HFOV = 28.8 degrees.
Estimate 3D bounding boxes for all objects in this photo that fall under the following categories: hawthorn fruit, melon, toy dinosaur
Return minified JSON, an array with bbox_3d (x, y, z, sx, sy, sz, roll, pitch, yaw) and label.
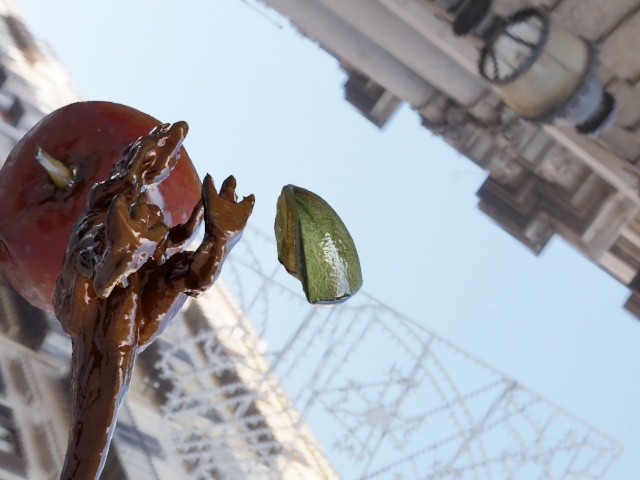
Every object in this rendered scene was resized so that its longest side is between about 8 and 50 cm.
[{"bbox_3d":[-0.298,-0.049,1.584,0.287,0.330,0.287,-2,-109,7],"label":"hawthorn fruit"},{"bbox_3d":[0.000,0.000,1.323,0.160,0.079,0.128,-127,-152,-70],"label":"melon"},{"bbox_3d":[-0.140,0.045,0.853,0.208,0.097,0.432,-41,-152,47],"label":"toy dinosaur"}]
